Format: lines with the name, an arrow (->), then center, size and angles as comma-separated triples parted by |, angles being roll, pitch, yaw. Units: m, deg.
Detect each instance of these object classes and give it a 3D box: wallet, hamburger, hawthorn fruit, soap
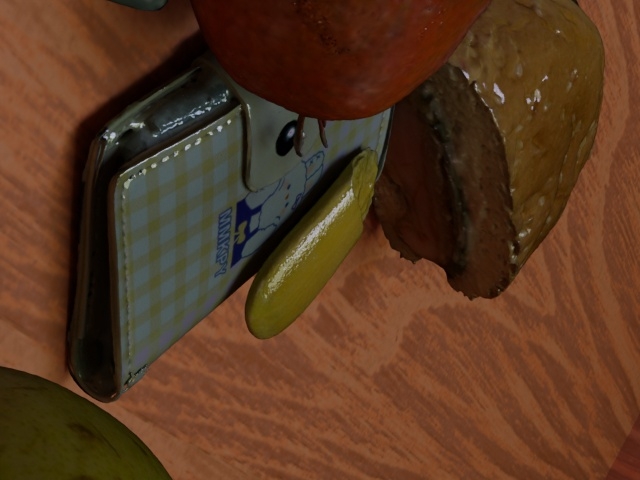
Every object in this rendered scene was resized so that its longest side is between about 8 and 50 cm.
wallet -> -0.056, -0.050, 1.377 | 0.309, 0.077, 0.223 | -41, 153, -42
hamburger -> 0.141, -0.117, 1.615 | 0.209, 0.162, 0.330 | -52, 151, -23
hawthorn fruit -> 0.007, -0.165, 1.206 | 0.211, 0.211, 0.299 | -39, 151, -47
soap -> 0.000, 0.000, 1.426 | 0.168, 0.033, 0.089 | -53, 163, -13

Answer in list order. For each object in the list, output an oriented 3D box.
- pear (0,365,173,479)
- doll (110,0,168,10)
pear -> -0.195, 0.204, 1.082 | 0.283, 0.284, 0.283 | -48, 153, -34
doll -> -0.099, -0.261, 0.917 | 0.177, 0.161, 0.260 | -65, 172, -59
